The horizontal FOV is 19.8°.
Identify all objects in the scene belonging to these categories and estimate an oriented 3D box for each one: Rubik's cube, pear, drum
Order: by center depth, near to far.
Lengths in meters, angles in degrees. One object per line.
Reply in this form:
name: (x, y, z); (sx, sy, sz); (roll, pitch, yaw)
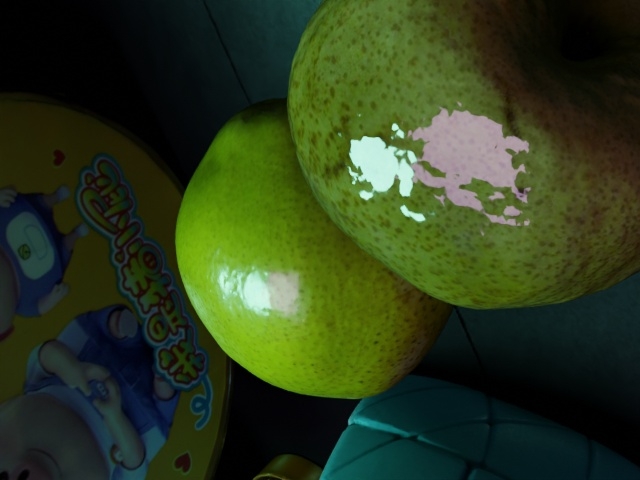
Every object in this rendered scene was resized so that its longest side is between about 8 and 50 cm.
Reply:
pear: (0.096, -0.063, 0.977); (0.228, 0.188, 0.211); (42, 143, 2)
pear: (0.000, 0.000, 1.144); (0.198, 0.198, 0.198); (28, 142, 24)
Rubik's cube: (0.063, 0.176, 1.236); (0.254, 0.254, 0.254); (28, 142, 24)
drum: (-0.283, 0.089, 1.343); (0.214, 0.431, 0.431); (4, 128, 46)

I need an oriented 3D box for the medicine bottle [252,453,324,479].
medicine bottle: (-0.062, 0.269, 1.486); (0.096, 0.192, 0.096); (27, 141, 25)

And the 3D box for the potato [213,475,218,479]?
potato: (-0.171, 0.236, 1.607); (0.186, 0.148, 0.253); (44, 152, -19)
